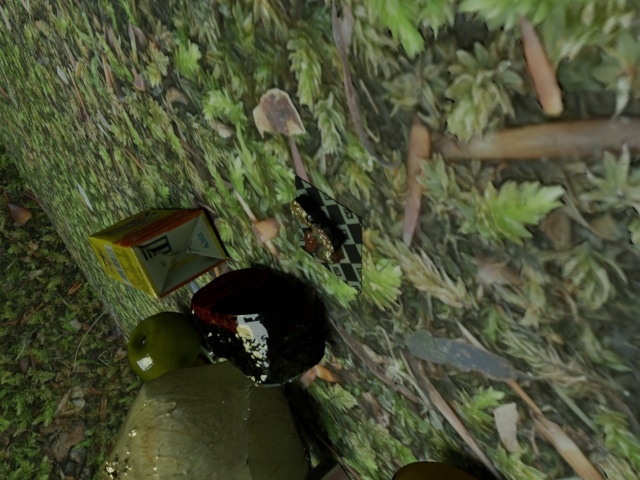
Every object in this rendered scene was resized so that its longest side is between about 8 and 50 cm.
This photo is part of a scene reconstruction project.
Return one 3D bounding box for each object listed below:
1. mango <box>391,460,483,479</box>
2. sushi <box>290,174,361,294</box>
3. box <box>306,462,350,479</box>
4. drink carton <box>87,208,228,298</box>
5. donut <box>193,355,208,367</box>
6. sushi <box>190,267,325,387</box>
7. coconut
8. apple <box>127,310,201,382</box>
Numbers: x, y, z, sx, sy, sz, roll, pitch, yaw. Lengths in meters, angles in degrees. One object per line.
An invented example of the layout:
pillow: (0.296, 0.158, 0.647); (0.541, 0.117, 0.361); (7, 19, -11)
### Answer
mango: (0.177, 0.354, 0.625); (0.227, 0.099, 0.136); (35, 111, 33)
sushi: (0.000, 0.000, 0.652); (0.120, 0.026, 0.126); (36, 145, 34)
box: (-0.003, 0.496, 1.077); (0.043, 0.089, 0.125); (54, 152, 7)
drink carton: (-0.336, 0.013, 1.063); (0.351, 0.154, 0.111); (4, 121, 56)
donut: (-0.339, 0.532, 1.576); (0.377, 0.163, 0.435); (32, 140, 37)
sushi: (-0.098, 0.129, 0.825); (0.225, 0.136, 0.126); (8, 127, 47)
coconut: (-0.219, 0.408, 1.010); (0.346, 0.360, 0.346); (165, 90, -71)
apple: (-0.410, 0.279, 1.393); (0.196, 0.196, 0.157); (29, 175, 43)
